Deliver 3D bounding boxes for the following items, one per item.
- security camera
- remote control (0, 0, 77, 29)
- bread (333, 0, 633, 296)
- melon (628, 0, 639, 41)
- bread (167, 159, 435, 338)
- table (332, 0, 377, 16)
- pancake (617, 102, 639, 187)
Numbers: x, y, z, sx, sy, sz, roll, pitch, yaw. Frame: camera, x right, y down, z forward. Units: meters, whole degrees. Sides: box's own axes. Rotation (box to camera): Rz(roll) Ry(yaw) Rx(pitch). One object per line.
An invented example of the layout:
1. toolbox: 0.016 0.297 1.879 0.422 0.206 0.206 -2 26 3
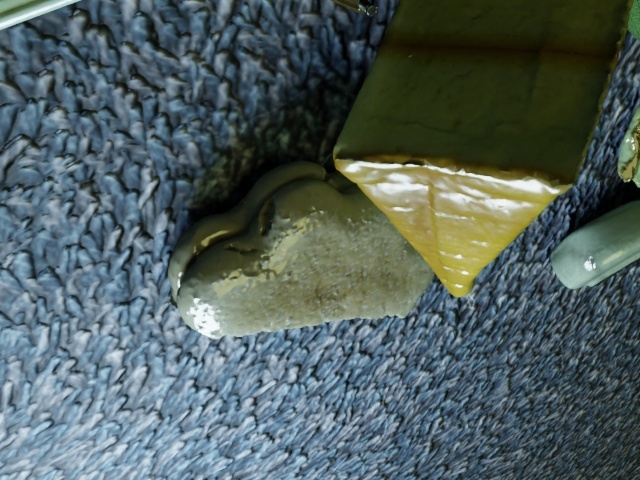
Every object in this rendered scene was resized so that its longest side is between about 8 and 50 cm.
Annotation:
1. security camera: 0.466 -0.030 1.332 0.302 0.080 0.157 -30 167 -11
2. remote control: -0.138 -0.249 0.655 0.336 0.065 0.128 -21 141 -1
3. bread: 0.198 -0.082 0.952 0.361 0.245 0.233 48 58 -54
4. melon: 0.418 -0.277 1.017 0.288 0.182 0.182 16 116 -46
5. bread: 0.002 0.005 1.018 0.337 0.102 0.183 -3 128 -37
6. table: 0.014 -0.242 0.810 0.083 0.082 0.070 12 118 -43
7. pancake: 0.546 -0.201 1.238 0.377 0.054 0.197 -33 108 9
